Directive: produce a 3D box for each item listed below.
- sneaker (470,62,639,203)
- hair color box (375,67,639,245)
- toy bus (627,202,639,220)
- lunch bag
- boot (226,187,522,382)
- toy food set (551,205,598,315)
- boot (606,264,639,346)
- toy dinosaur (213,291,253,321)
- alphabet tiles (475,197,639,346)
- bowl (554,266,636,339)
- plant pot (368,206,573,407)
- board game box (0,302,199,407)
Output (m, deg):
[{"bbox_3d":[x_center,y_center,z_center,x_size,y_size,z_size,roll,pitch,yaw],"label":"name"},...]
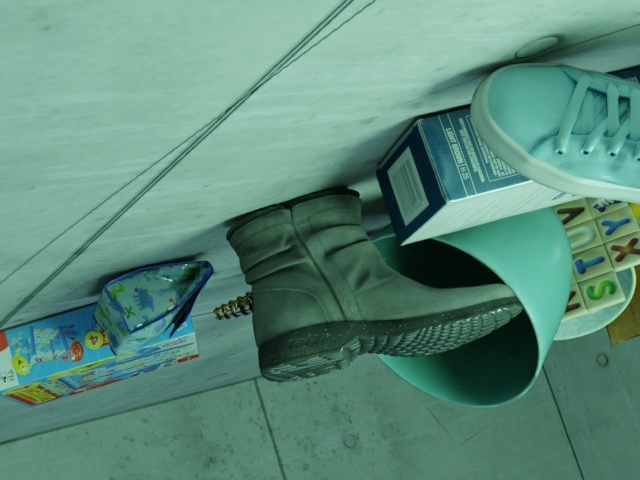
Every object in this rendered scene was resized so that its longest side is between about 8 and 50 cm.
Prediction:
[{"bbox_3d":[0.331,-0.105,0.980,0.366,0.135,0.150,17,159,0],"label":"sneaker"},{"bbox_3d":[0.258,-0.103,1.214,0.347,0.105,0.174,-14,169,-17],"label":"hair color box"},{"bbox_3d":[0.560,-0.094,1.722,0.104,0.202,0.191,15,177,10],"label":"toy bus"},{"bbox_3d":[-0.226,0.086,1.428,0.151,0.096,0.129,-28,172,-28],"label":"lunch bag"},{"bbox_3d":[0.064,0.032,1.265,0.338,0.222,0.118,-9,156,-9],"label":"boot"},{"bbox_3d":[0.350,0.057,1.820,0.220,0.092,0.306,-16,136,20],"label":"toy food set"},{"bbox_3d":[0.619,0.101,2.309,0.264,0.280,0.096,-23,168,24],"label":"boot"},{"bbox_3d":[0.004,0.083,1.623,0.322,0.164,0.218,-35,-167,4],"label":"toy dinosaur"},{"bbox_3d":[0.327,0.027,1.621,0.343,0.285,0.011,-21,132,14],"label":"alphabet tiles"},{"bbox_3d":[0.446,0.039,1.977,0.290,0.156,0.289,4,131,4],"label":"bowl"},{"bbox_3d":[0.219,0.047,1.456,0.293,0.293,0.235,-31,-168,49],"label":"plant pot"},{"bbox_3d":[-0.351,0.171,1.639,0.302,0.086,0.308,-16,169,-9],"label":"board game box"}]
